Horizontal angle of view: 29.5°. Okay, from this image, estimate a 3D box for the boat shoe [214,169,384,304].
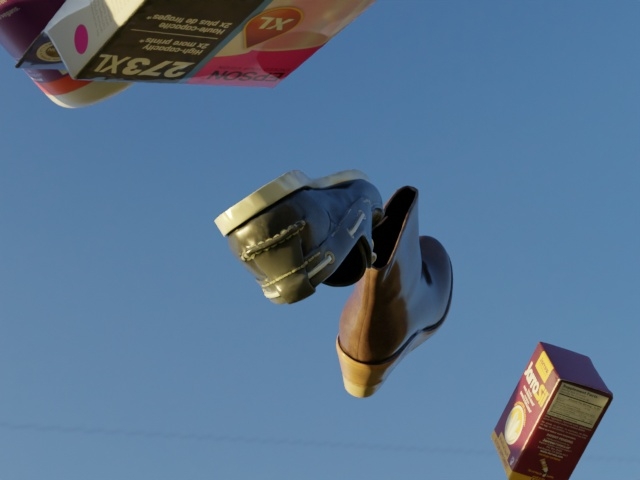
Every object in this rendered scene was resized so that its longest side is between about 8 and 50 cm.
[{"bbox_3d":[0.000,0.000,0.841,0.084,0.079,0.233,-37,-6,15],"label":"boat shoe"}]

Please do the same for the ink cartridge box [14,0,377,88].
[{"bbox_3d":[-0.056,-0.177,0.829,0.175,0.069,0.371,-3,-17,-38],"label":"ink cartridge box"}]

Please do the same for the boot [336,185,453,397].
[{"bbox_3d":[0.091,0.024,1.259,0.090,0.248,0.207,19,-46,14],"label":"boot"}]

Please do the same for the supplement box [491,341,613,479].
[{"bbox_3d":[0.156,0.121,0.827,0.043,0.055,0.083,18,-70,-13],"label":"supplement box"}]

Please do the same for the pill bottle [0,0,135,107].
[{"bbox_3d":[-0.275,-0.290,1.130,0.181,0.181,0.323,-29,-59,17],"label":"pill bottle"}]
